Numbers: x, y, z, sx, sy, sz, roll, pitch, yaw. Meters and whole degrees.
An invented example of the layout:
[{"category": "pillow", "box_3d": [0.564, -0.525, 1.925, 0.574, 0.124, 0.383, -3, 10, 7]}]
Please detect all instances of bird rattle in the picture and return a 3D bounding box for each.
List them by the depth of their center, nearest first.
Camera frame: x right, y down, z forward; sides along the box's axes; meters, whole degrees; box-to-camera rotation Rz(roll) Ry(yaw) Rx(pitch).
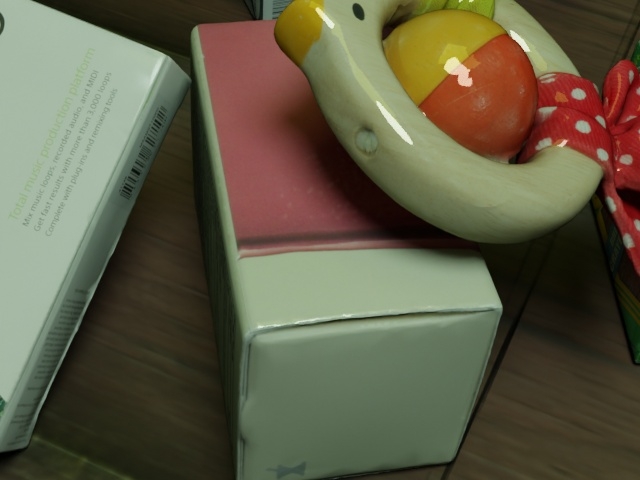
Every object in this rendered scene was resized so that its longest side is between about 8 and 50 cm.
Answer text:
[{"category": "bird rattle", "box_3d": [0.082, -0.071, 0.539, 0.207, 0.143, 0.253, -32, 88, -43]}]

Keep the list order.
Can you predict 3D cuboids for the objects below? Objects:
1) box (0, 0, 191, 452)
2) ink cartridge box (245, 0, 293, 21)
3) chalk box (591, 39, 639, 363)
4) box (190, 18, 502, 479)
[{"category": "box", "box_3d": [-0.265, -0.051, 0.605, 0.322, 0.058, 0.232, 22, 85, 12]}, {"category": "ink cartridge box", "box_3d": [-0.073, -0.337, 0.895, 0.065, 0.165, 0.333, -14, 50, -14]}, {"category": "chalk box", "box_3d": [0.256, -0.042, 0.680, 0.132, 0.132, 0.213, 1, 47, -4]}, {"category": "box", "box_3d": [0.000, 0.000, 0.609, 0.126, 0.149, 0.232, -5, 49, -11]}]
